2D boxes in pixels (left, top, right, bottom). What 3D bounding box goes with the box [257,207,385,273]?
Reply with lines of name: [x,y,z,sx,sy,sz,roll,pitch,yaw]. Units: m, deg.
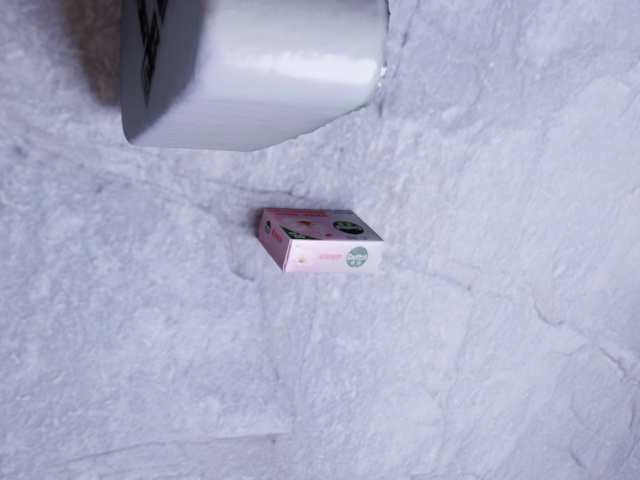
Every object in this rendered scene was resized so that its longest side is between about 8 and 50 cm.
box: [0.000,0.000,0.937,0.125,0.089,0.043,1,116,-28]

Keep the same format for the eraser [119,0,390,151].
eraser: [-0.067,-0.196,0.658,0.150,0.331,0.331,-1,117,-26]
